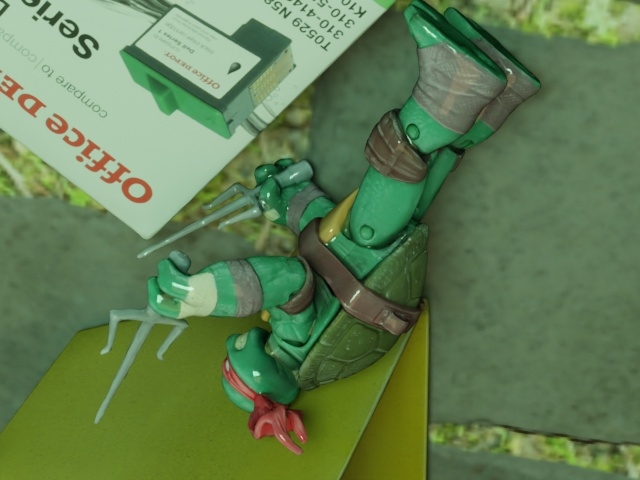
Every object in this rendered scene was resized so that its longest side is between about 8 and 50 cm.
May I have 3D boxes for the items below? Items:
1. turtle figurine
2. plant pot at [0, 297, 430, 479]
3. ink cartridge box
[{"bbox_3d":[0.000,0.000,0.833,0.118,0.175,0.234,39,104,-6],"label":"turtle figurine"},{"bbox_3d":[-0.062,0.153,0.933,0.187,0.212,0.212,10,125,15],"label":"plant pot"},{"bbox_3d":[-0.063,-0.129,0.805,0.160,0.092,0.219,38,119,-17],"label":"ink cartridge box"}]
